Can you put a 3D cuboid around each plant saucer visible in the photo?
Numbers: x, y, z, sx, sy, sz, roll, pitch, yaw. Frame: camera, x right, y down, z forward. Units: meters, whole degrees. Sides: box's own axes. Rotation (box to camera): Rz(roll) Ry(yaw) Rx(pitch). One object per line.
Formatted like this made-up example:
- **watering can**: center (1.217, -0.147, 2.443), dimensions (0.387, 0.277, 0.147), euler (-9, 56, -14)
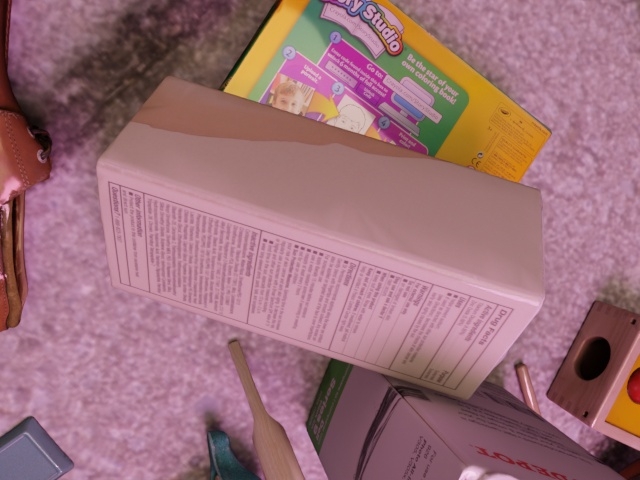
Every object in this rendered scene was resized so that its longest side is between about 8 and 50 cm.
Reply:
- **plant saucer**: center (-0.333, 0.249, 0.559), dimensions (0.192, 0.018, 0.067), euler (-35, 103, -4)

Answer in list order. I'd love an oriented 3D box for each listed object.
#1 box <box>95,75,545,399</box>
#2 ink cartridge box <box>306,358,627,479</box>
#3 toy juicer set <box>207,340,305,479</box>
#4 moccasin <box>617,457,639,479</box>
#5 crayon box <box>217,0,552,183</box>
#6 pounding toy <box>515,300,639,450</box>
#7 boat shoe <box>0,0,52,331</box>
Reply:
- **box**: center (0.000, 0.000, 0.473), dimensions (0.310, 0.121, 0.148), euler (18, 137, 1)
- **ink cartridge box**: center (0.125, 0.201, 0.508), dimensions (0.211, 0.289, 0.122), euler (22, 92, -14)
- **toy juicer set**: center (-0.066, 0.278, 0.521), dimensions (0.089, 0.209, 0.329), euler (-7, 100, -20)
- **moccasin**: center (0.451, 0.418, 0.657), dimensions (0.139, 0.147, 0.380), euler (-24, 103, -8)
- **crayon box**: center (0.055, -0.110, 0.557), dimensions (0.278, 0.081, 0.165), euler (33, 90, -14)
- **pounding toy**: center (0.307, 0.179, 0.645), dimensions (0.181, 0.094, 0.206), euler (26, 91, -14)
- **boat shoe**: center (-0.271, -0.073, 0.489), dimensions (0.104, 0.111, 0.308), euler (11, 105, -17)
